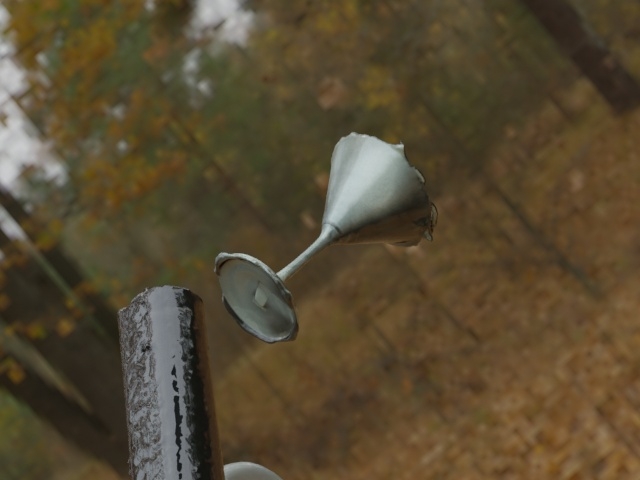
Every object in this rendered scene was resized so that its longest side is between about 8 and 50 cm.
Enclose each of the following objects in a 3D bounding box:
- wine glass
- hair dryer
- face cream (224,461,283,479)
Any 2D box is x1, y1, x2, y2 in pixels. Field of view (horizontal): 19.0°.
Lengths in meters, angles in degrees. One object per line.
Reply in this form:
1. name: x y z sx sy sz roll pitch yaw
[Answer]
1. wine glass: 0.000 0.000 1.629 0.183 0.122 0.122 -39 -1 -35
2. hair dryer: -0.069 0.139 0.904 0.197 0.251 0.089 -27 -35 37
3. face cream: -0.135 0.206 1.086 0.314 0.089 0.143 -27 52 39
